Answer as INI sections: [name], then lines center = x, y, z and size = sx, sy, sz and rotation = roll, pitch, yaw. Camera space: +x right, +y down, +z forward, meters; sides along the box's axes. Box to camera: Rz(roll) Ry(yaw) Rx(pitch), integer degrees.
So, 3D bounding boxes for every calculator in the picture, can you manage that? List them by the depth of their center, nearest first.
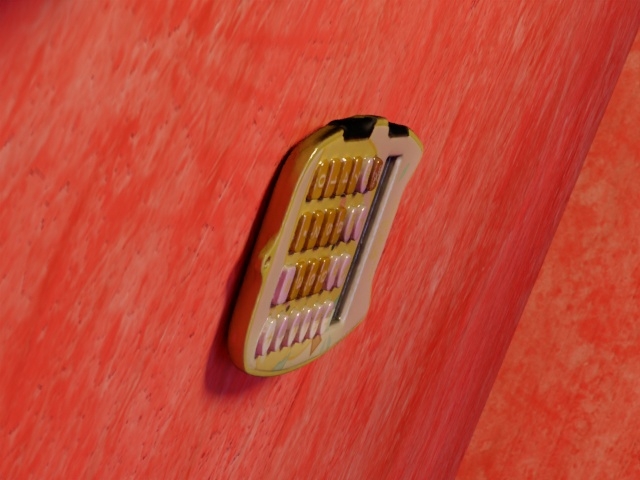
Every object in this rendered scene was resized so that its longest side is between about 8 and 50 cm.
[calculator]
center = 0.000, 0.000, 1.064
size = 0.157, 0.033, 0.236
rotation = -70, 166, 10
